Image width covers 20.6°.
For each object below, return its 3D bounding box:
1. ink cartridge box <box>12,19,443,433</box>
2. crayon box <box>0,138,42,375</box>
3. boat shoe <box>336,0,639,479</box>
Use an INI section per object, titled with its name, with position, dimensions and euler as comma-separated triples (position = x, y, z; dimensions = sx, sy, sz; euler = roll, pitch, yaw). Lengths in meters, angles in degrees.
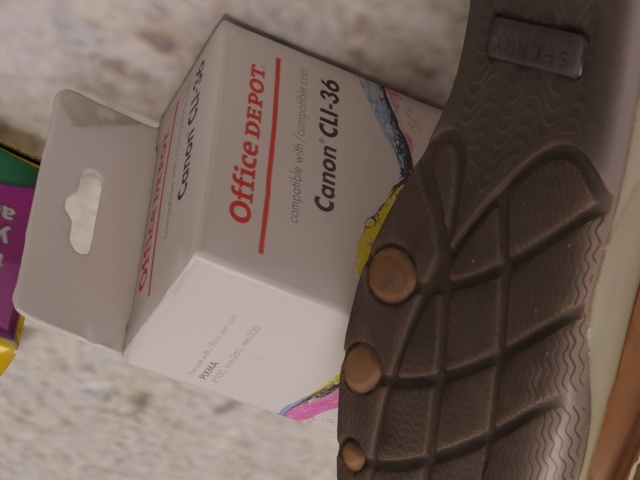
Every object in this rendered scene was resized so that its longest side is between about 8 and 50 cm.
[ink cartridge box]
position = 0.000, 0.000, 0.628
dimensions = 0.198, 0.115, 0.067
euler = 20, 136, -19
[crayon box]
position = -0.334, 0.024, 0.680
dimensions = 0.363, 0.106, 0.313
euler = 24, 132, -20
[boat shoe]
position = 0.097, -0.010, 0.529
dimensions = 0.116, 0.123, 0.324
euler = 9, 105, -30
